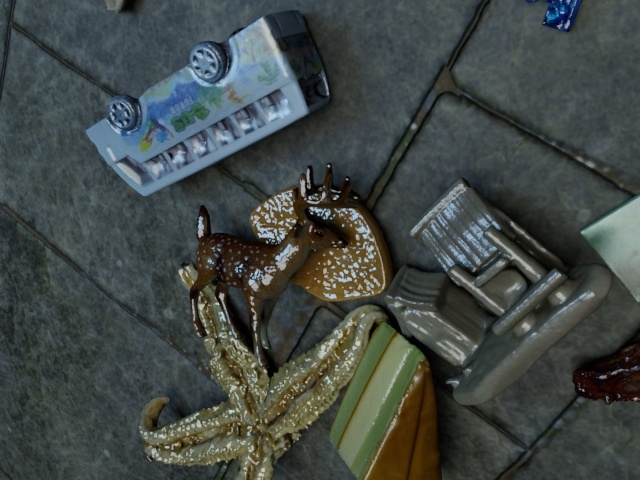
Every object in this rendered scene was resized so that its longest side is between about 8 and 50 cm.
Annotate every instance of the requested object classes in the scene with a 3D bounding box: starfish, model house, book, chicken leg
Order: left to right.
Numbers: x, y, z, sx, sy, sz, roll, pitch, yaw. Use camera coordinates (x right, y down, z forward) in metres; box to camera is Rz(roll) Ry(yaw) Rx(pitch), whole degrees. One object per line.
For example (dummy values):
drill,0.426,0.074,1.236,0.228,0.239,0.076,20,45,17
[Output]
starfish,-0.117,0.205,0.828,0.324,0.082,0.431,34,111,22
model house,0.169,0.048,0.607,0.188,0.122,0.229,44,125,14
book,0.352,-0.007,0.554,0.135,0.017,0.103,-40,85,31
chicken leg,0.366,0.130,0.572,0.205,0.053,0.093,-28,115,38

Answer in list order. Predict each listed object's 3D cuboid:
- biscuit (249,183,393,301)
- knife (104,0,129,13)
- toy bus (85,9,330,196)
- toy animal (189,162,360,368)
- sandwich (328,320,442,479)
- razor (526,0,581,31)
biscuit,0.000,0.000,0.721,0.221,0.029,0.141,24,105,26
knife,-0.204,-0.450,0.693,0.365,0.043,0.089,-54,45,32
toy bus,-0.151,-0.168,0.719,0.330,0.109,0.135,-19,107,31
toy animal,-0.079,0.023,0.702,0.244,0.087,0.259,12,102,26
sandwich,0.114,0.218,0.698,0.187,0.144,0.117,-66,29,7
razor,0.107,-0.299,0.569,0.324,0.056,0.093,23,116,20
